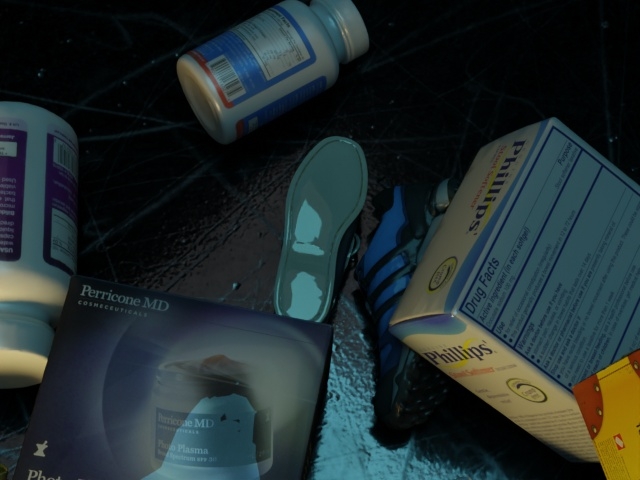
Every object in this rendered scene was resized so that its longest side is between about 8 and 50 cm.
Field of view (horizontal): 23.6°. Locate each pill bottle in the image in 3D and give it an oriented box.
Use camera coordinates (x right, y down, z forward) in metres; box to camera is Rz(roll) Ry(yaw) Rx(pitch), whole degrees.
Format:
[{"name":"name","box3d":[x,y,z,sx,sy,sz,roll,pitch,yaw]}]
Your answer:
[{"name":"pill bottle","box3d":[-0.362,0.008,1.744,0.169,0.169,0.302,-2,65,-3]},{"name":"pill bottle","box3d":[-0.055,-0.221,1.886,0.221,0.124,0.124,-30,69,-15]}]

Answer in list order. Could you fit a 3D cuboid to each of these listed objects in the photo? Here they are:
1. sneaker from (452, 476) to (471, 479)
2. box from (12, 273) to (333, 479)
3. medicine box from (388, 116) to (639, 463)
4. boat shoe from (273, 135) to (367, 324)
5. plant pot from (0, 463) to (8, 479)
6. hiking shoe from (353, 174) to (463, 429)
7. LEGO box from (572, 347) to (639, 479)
[{"name":"sneaker","box3d":[0.190,0.353,1.638,0.092,0.087,0.229,-37,65,-12]},{"name":"box","box3d":[-0.158,0.222,1.646,0.296,0.183,0.294,11,64,3]},{"name":"medicine box","box3d":[0.268,0.061,1.692,0.289,0.149,0.263,36,66,-15]},{"name":"boat shoe","box3d":[0.000,0.000,1.809,0.095,0.079,0.255,8,67,0]},{"name":"plant pot","box3d":[-0.405,0.293,1.644,0.134,0.134,0.095,1,91,-1]},{"name":"hiking shoe","box3d":[0.100,0.073,1.782,0.132,0.113,0.304,2,68,33]},{"name":"LEGO box","box3d":[0.523,0.301,1.480,0.372,0.193,0.500,-15,76,-21]}]
